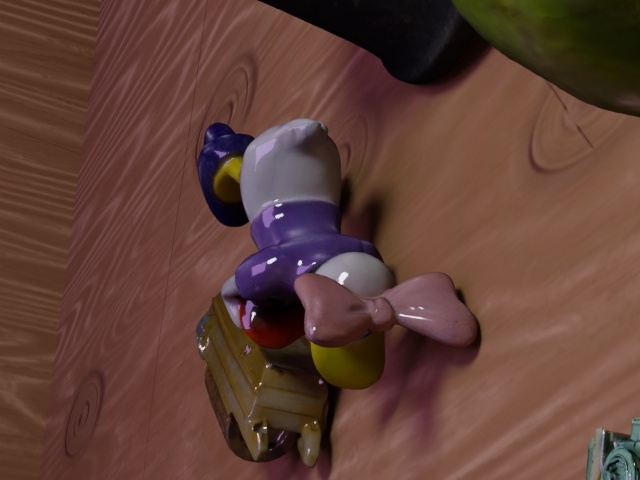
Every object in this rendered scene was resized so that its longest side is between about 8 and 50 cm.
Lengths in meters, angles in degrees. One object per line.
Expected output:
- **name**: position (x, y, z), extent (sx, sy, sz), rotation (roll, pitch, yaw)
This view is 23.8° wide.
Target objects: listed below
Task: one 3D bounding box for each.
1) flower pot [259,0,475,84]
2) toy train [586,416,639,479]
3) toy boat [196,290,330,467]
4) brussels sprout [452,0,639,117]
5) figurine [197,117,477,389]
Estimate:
- **flower pot**: position (0.007, -0.331, 1.342), extent (0.379, 0.251, 0.379), rotation (-174, 90, -73)
- **toy train**: position (0.174, 0.192, 0.888), extent (0.118, 0.074, 0.175), rotation (154, 125, -68)
- **toy boat**: position (-0.066, 0.140, 1.516), extent (0.310, 0.089, 0.115), rotation (-132, 56, -65)
- **brussels sprout**: position (0.177, -0.228, 0.799), extent (0.268, 0.344, 0.344), rotation (-9, 59, 21)
- **figurine**: position (-0.002, 0.001, 1.350), extent (0.421, 0.154, 0.193), rotation (-116, 31, -52)
